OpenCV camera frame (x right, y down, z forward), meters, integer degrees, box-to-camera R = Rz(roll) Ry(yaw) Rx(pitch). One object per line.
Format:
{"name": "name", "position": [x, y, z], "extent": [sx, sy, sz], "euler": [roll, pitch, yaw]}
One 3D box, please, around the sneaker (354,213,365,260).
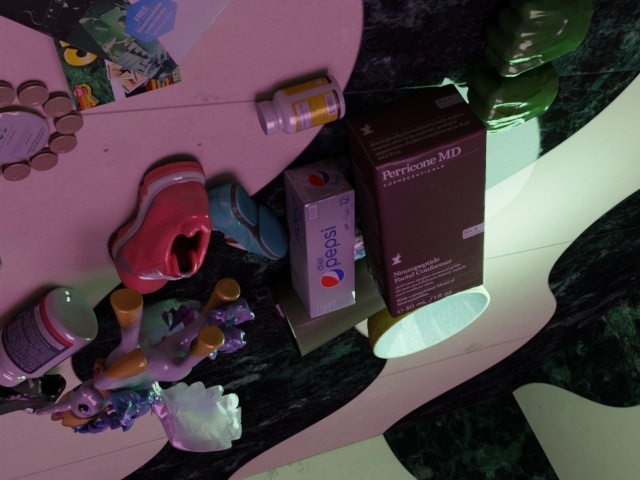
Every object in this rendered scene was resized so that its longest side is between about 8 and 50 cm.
{"name": "sneaker", "position": [0.106, -0.039, 1.586], "extent": [0.237, 0.085, 0.086], "euler": [-30, 147, 6]}

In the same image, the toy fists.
{"name": "toy fists", "position": [0.305, -0.274, 1.307], "extent": [0.142, 0.096, 0.279], "euler": [-26, 155, -22]}

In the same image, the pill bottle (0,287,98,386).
{"name": "pill bottle", "position": [-0.474, 0.167, 1.423], "extent": [0.180, 0.108, 0.108], "euler": [-34, 153, 17]}

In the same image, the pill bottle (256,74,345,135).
{"name": "pill bottle", "position": [-0.029, -0.188, 1.199], "extent": [0.116, 0.065, 0.065], "euler": [-19, 154, -13]}

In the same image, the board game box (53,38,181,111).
{"name": "board game box", "position": [-0.233, -0.251, 0.935], "extent": [0.136, 0.030, 0.260], "euler": [-18, 152, -12]}

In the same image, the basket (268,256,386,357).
{"name": "basket", "position": [0.027, 0.119, 1.739], "extent": [0.226, 0.154, 0.204], "euler": [-25, 156, -9]}

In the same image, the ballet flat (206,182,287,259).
{"name": "ballet flat", "position": [-0.133, -0.030, 1.410], "extent": [0.087, 0.083, 0.247], "euler": [-6, 159, 16]}

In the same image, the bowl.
{"name": "bowl", "position": [0.217, 0.129, 1.910], "extent": [0.289, 0.156, 0.289], "euler": [-21, 154, -11]}

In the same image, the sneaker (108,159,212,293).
{"name": "sneaker", "position": [-0.245, 0.018, 1.311], "extent": [0.115, 0.136, 0.314], "euler": [-8, 150, -30]}

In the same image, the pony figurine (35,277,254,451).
{"name": "pony figurine", "position": [-0.264, 0.202, 1.426], "extent": [0.350, 0.303, 0.363], "euler": [-5, 151, -40]}

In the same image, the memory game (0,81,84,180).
{"name": "memory game", "position": [-0.386, -0.131, 1.049], "extent": [0.186, 0.012, 0.186], "euler": [-21, 153, -11]}

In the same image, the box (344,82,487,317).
{"name": "box", "position": [0.170, -0.056, 1.433], "extent": [0.191, 0.143, 0.381], "euler": [-20, 136, -7]}

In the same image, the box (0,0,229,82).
{"name": "box", "position": [-0.212, -0.295, 0.788], "extent": [0.322, 0.058, 0.232], "euler": [17, 126, -46]}

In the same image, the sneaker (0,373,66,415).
{"name": "sneaker", "position": [-0.578, 0.282, 1.588], "extent": [0.106, 0.078, 0.234], "euler": [-42, 153, 26]}

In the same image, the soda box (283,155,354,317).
{"name": "soda box", "position": [0.000, 0.000, 1.465], "extent": [0.091, 0.098, 0.286], "euler": [-18, 138, -15]}

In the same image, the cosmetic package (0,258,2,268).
{"name": "cosmetic package", "position": [-0.460, 0.002, 1.114], "extent": [0.041, 0.115, 0.060], "euler": [1, 145, -44]}
